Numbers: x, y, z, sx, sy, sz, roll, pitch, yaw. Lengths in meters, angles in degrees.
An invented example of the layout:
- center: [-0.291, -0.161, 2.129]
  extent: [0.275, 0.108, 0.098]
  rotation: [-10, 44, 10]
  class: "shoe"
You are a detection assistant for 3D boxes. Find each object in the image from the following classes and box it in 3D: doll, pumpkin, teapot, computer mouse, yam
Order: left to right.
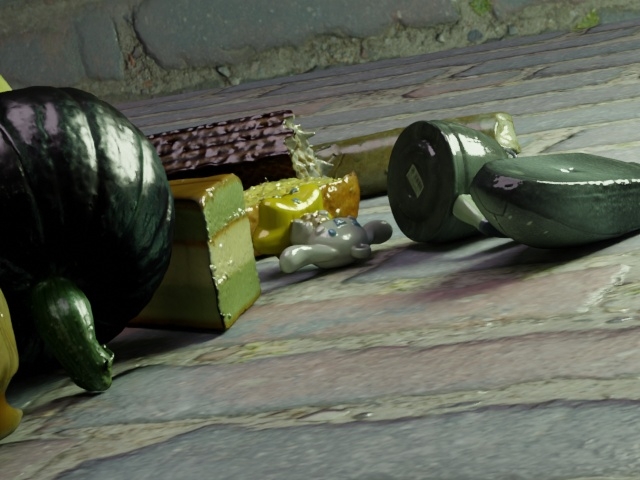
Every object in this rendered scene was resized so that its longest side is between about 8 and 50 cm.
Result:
- center: [-0.216, 0.016, 1.531]
  extent: [0.248, 0.248, 0.248]
  rotation: [-11, 9, 2]
  class: "pumpkin"
- center: [-0.005, 0.002, 1.788]
  extent: [0.113, 0.071, 0.135]
  rotation: [11, 22, 16]
  class: "doll"
- center: [0.058, -0.084, 2.156]
  extent: [0.317, 0.071, 0.067]
  rotation: [-10, -26, 6]
  class: "yam"
- center: [0.137, -0.054, 1.777]
  extent: [0.108, 0.111, 0.149]
  rotation: [-1, -3, -31]
  class: "teapot"
- center: [0.209, -0.030, 1.667]
  extent: [0.113, 0.068, 0.229]
  rotation: [22, 19, 41]
  class: "computer mouse"

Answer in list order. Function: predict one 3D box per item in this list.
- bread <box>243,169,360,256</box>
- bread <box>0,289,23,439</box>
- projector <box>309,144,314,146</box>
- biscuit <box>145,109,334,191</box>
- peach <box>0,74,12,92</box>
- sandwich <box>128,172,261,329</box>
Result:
- center: [-0.050, -0.023, 1.952]
  extent: [0.187, 0.065, 0.103]
  rotation: [-22, 12, -40]
  class: "bread"
- center: [-0.364, 0.008, 1.323]
  extent: [0.300, 0.341, 0.210]
  rotation: [-8, 2, -9]
  class: "bread"
- center: [-0.081, -0.069, 2.265]
  extent: [0.147, 0.061, 0.115]
  rotation: [-16, 9, -29]
  class: "projector"
- center: [-0.117, -0.063, 2.086]
  extent: [0.252, 0.106, 0.070]
  rotation: [-9, 49, 17]
  class: "biscuit"
- center: [-0.405, -0.039, 1.732]
  extent: [0.315, 0.314, 0.281]
  rotation: [-36, 17, -23]
  class: "peach"
- center: [-0.152, 0.016, 1.672]
  extent: [0.187, 0.117, 0.144]
  rotation: [-8, 7, 18]
  class: "sandwich"
